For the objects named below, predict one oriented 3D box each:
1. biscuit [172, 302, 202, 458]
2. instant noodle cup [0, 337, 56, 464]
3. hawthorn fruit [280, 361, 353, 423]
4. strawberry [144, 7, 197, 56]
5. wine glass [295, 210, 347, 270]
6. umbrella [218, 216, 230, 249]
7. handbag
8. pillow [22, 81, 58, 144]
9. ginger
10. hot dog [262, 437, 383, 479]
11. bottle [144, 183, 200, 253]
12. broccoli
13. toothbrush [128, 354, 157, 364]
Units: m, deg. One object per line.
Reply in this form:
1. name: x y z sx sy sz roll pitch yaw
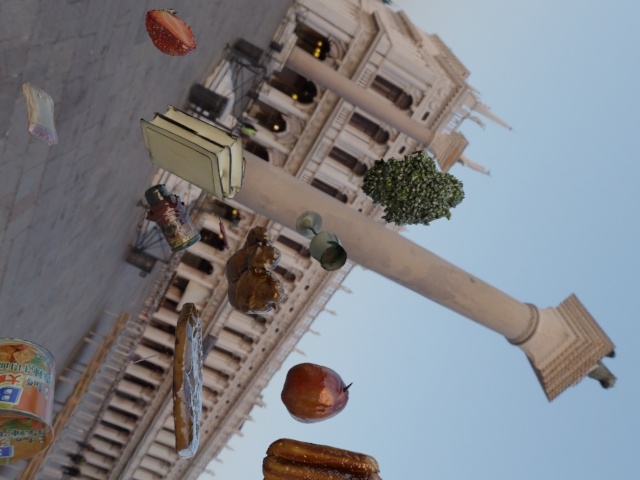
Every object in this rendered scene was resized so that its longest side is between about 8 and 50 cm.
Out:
1. biscuit: -0.312 0.329 1.113 0.359 0.046 0.359 179 -90 -81
2. instant noodle cup: -0.817 0.400 1.182 0.296 0.296 0.214 -55 -145 32
3. hawthorn fruit: -0.001 0.531 1.631 0.262 0.211 0.211 -9 -137 25
4. strawberry: -0.549 -0.734 1.682 0.107 0.175 0.236 -48 -137 35
5. wine glass: 0.000 0.000 1.161 0.079 0.079 0.195 -60 -149 15
6. umbrella: -0.431 -0.031 2.078 0.027 0.025 0.165 101 -29 -64
7. handbag: -0.457 -0.312 1.701 0.160 0.358 0.237 -46 156 -42
8. pillow: -1.016 -0.459 1.697 0.038 0.130 0.233 -20 -108 17
9. ginger: -0.209 0.110 1.564 0.274 0.152 0.357 -55 -148 19
10. hot dog: 0.004 0.668 1.327 0.158 0.348 0.117 -77 176 -64
11. bottle: -0.597 -0.089 1.840 0.156 0.271 0.143 -35 -166 -28
12. broccoli: 0.292 -0.155 1.472 0.248 0.288 0.245 -48 165 17
13. toothbrush: -0.521 0.348 1.373 0.006 0.097 0.008 -18 -98 33
